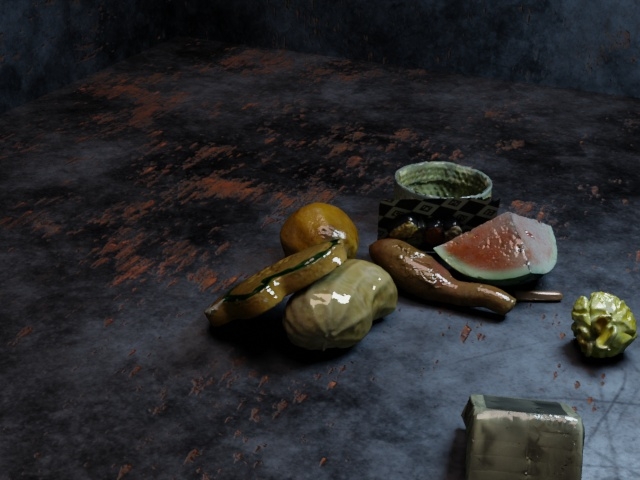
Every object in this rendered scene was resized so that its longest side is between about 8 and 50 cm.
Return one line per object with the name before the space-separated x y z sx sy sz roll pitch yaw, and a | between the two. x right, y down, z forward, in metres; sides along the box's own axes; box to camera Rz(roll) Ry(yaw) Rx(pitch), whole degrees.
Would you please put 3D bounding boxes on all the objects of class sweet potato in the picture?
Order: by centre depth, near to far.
sweet potato | 0.263 0.091 2.134 0.385 0.109 0.109 27 36 29

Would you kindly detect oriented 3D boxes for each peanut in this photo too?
peanut | 0.045 0.130 1.983 0.174 0.158 0.340 12 29 25

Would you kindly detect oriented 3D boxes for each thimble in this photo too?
thimble | 0.323 -0.096 2.449 0.271 0.150 0.271 1 27 -1

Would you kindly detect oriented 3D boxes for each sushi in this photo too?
sushi | 0.285 -0.015 2.240 0.290 0.264 0.050 -1 59 1

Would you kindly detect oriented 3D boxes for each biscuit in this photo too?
biscuit | -0.106 0.092 1.959 0.344 0.057 0.287 -26 7 24

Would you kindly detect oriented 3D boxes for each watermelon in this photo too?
watermelon | 0.428 0.030 2.201 0.260 0.176 0.256 -27 8 16

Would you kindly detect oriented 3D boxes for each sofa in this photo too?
sofa | 0.349 0.373 1.609 0.210 0.176 0.225 4 -1 5

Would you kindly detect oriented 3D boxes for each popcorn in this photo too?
popcorn | 0.600 0.178 1.942 0.136 0.141 0.162 0 -12 3

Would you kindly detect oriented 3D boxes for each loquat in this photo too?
loquat | 0.000 0.000 2.233 0.187 0.176 0.234 -19 26 -2

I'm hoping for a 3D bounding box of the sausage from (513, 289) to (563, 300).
sausage | 0.510 0.129 2.152 0.116 0.026 0.026 1 27 -2
